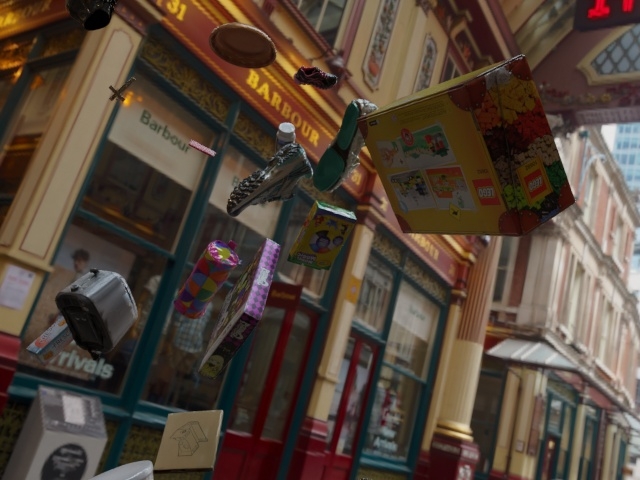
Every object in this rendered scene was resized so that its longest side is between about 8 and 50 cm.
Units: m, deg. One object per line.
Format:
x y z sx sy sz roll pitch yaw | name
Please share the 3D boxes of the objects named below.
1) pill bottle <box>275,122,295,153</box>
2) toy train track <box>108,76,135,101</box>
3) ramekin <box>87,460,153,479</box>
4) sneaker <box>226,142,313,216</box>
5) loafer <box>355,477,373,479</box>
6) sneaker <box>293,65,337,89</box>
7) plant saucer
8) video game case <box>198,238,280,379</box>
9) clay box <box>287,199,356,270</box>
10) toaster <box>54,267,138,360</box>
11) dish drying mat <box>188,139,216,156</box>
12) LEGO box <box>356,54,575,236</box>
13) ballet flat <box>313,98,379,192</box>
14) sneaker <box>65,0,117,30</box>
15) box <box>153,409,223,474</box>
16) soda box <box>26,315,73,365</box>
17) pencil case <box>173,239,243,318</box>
-0.143 -0.407 2.401 0.078 0.078 0.137 15 -41 4 | pill bottle
-0.492 -0.374 1.457 0.048 0.083 0.014 46 12 -30 | toy train track
-0.654 0.817 1.867 0.272 0.127 0.273 -17 -4 -1 | ramekin
-0.138 -0.146 1.676 0.122 0.283 0.110 53 -3 -29 | sneaker
0.033 0.656 1.350 0.268 0.092 0.102 -24 9 -24 | loafer
-0.008 -0.431 1.539 0.119 0.047 0.057 1 -24 -20 | sneaker
-0.224 -0.572 1.717 0.199 0.037 0.200 8 -16 2 | plant saucer
-0.164 0.138 1.209 0.041 0.232 0.210 30 -55 -13 | video game case
0.000 0.000 1.735 0.127 0.222 0.053 16 27 -22 | clay box
-0.568 0.184 1.523 0.129 0.146 0.227 3 -56 24 | toaster
-0.363 -0.283 1.809 0.083 0.032 0.008 28 -53 -8 | dish drying mat
0.349 -0.217 1.532 0.500 0.193 0.373 5 -59 65 | LEGO box
0.108 -0.327 2.131 0.146 0.147 0.409 20 -48 -11 | ballet flat
-0.516 -0.610 1.446 0.118 0.222 0.083 47 4 30 | sneaker
-0.368 0.565 1.656 0.164 0.201 0.021 -4 -58 2 | box
-0.835 0.307 1.868 0.058 0.183 0.063 13 -45 29 | soda box
-0.305 0.106 1.584 0.104 0.104 0.236 25 -60 -26 | pencil case
